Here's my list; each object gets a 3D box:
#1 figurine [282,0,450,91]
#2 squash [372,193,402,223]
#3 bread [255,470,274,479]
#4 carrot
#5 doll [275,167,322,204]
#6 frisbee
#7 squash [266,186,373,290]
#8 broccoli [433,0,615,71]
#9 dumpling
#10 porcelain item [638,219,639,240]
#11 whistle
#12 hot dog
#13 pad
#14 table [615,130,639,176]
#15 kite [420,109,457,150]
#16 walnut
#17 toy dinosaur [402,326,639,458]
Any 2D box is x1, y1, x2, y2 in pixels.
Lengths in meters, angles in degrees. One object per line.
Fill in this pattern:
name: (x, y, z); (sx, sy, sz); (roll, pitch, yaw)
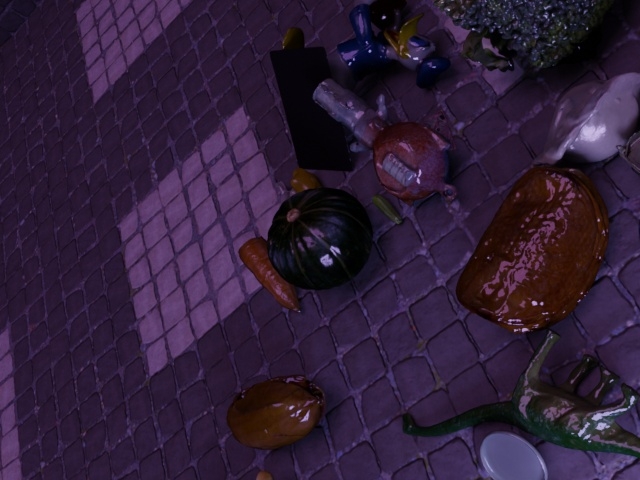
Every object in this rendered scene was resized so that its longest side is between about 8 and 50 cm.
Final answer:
figurine: (0.124, -0.390, 1.617); (0.338, 0.204, 0.283); (19, 77, 32)
squash: (0.129, -0.060, 1.522); (0.027, 0.027, 0.089); (-49, 52, 14)
bread: (-0.052, 0.555, 1.338); (0.173, 0.121, 0.311); (-56, 46, 11)
carrot: (-0.095, 0.081, 1.637); (0.072, 0.072, 0.205); (-48, 54, 14)
doll: (-0.049, -0.086, 1.669); (0.113, 0.071, 0.135); (-29, 59, 38)
frisbee: (0.287, 0.330, 1.175); (0.110, 0.014, 0.110); (22, 126, 34)
squash: (-0.001, -0.004, 1.510); (0.218, 0.172, 0.218); (-26, 52, 37)
broccoli: (0.370, -0.453, 1.332); (0.317, 0.277, 0.338); (-34, 40, 51)
dumpling: (0.426, -0.189, 1.240); (0.229, 0.151, 0.124); (-44, 75, 17)
porcelain item: (0.513, 0.016, 1.069); (0.147, 0.147, 0.114); (-15, 62, 36)
whistle: (0.123, -0.186, 1.473); (0.134, 0.142, 0.346); (-37, 67, -28)
hot dog: (0.335, 0.014, 1.246); (0.196, 0.122, 0.272); (27, 86, 43)
pad: (-0.017, -0.268, 1.634); (0.160, 0.265, 0.009); (9, 33, 43)
table: (0.500, -0.123, 1.185); (0.062, 0.083, 0.079); (-45, 49, 15)
kite: (0.207, -0.184, 1.526); (0.137, 0.005, 0.152); (18, 84, 45)
walnut: (-0.083, 0.323, 1.472); (0.245, 0.137, 0.137); (-18, 60, 39)
toy dinosaur: (0.314, 0.294, 1.162); (0.301, 0.087, 0.447); (-54, 39, 7)
